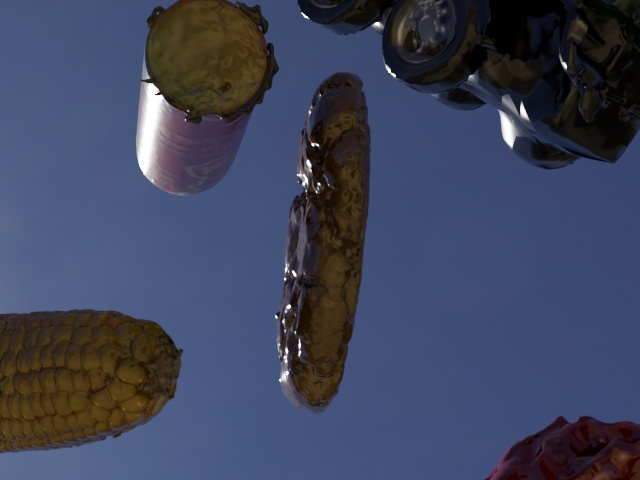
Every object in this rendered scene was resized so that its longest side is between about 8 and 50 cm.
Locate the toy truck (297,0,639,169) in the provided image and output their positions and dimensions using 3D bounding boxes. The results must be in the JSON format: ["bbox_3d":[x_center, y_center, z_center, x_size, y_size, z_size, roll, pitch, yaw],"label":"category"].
[{"bbox_3d":[0.028,-0.119,0.451,0.088,0.259,0.121,26,-81,-48],"label":"toy truck"}]

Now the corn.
[{"bbox_3d":[-0.229,0.097,0.930,0.312,0.102,0.102,-5,-57,20],"label":"corn"}]

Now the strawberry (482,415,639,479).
[{"bbox_3d":[0.235,0.303,1.078,0.317,0.345,0.295,34,-101,12],"label":"strawberry"}]

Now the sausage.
[{"bbox_3d":[-0.081,-0.081,0.908,0.083,0.264,0.083,2,-101,-8],"label":"sausage"}]

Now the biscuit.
[{"bbox_3d":[0.000,0.000,0.931,0.042,0.226,0.226,7,-62,-4],"label":"biscuit"}]
